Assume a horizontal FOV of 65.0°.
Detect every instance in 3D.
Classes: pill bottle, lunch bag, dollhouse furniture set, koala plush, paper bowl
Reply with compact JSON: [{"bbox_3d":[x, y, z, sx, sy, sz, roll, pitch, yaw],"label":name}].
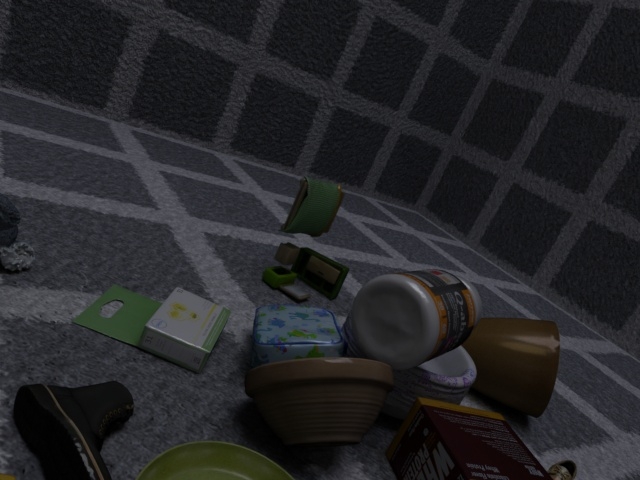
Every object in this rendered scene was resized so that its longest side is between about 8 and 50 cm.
[{"bbox_3d":[0.190,0.135,0.929,0.162,0.162,0.279,35,20,31],"label":"pill bottle"},{"bbox_3d":[-0.043,0.193,0.966,0.176,0.090,0.219,1,10,-7],"label":"lunch bag"},{"bbox_3d":[0.000,0.000,1.339,0.151,0.301,0.198,29,14,24],"label":"dollhouse furniture set"},{"bbox_3d":[-0.602,-0.021,0.844,0.196,0.203,0.221,35,-4,2],"label":"koala plush"},{"bbox_3d":[0.166,0.258,1.050,0.285,0.148,0.284,23,16,-7],"label":"paper bowl"}]

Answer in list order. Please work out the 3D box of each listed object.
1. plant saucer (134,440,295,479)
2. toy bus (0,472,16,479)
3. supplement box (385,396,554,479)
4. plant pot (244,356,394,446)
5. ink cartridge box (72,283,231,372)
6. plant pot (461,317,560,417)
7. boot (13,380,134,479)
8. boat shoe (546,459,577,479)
[{"bbox_3d":[-0.112,0.341,0.594,0.241,0.037,0.241,22,16,-7],"label":"plant saucer"},{"bbox_3d":[-0.205,0.311,0.397,0.212,0.149,0.220,28,8,-41],"label":"toy bus"},{"bbox_3d":[0.244,0.381,0.811,0.192,0.129,0.194,18,17,-23],"label":"supplement box"},{"bbox_3d":[-0.001,0.262,0.785,0.238,0.237,0.109,15,60,-30],"label":"plant pot"},{"bbox_3d":[-0.299,0.139,0.927,0.235,0.056,0.171,25,17,-5],"label":"ink cartridge box"},{"bbox_3d":[0.426,0.287,1.252,0.255,0.236,0.237,13,14,11],"label":"plant pot"},{"bbox_3d":[-0.272,0.239,0.629,0.198,0.076,0.137,37,15,33],"label":"boot"},{"bbox_3d":[0.479,0.473,1.010,0.050,0.045,0.135,36,20,34],"label":"boat shoe"}]
